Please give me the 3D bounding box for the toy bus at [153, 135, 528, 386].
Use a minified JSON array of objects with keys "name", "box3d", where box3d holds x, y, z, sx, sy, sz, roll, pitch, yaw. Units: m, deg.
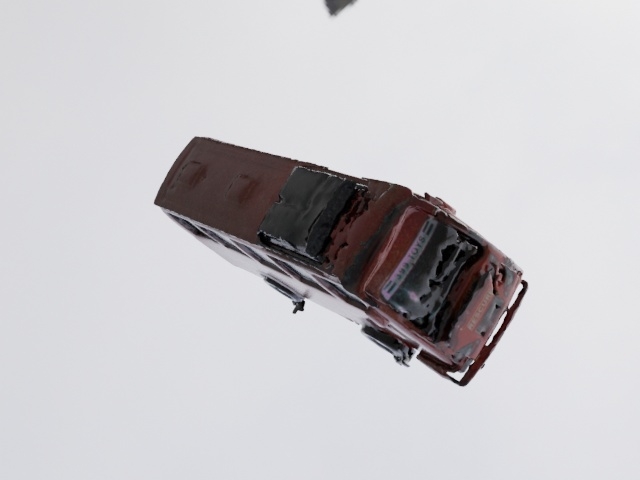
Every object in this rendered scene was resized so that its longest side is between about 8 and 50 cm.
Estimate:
[{"name":"toy bus","box3d":[0.000,0.000,0.556,0.073,0.096,0.235,-60,-149,-6]}]
